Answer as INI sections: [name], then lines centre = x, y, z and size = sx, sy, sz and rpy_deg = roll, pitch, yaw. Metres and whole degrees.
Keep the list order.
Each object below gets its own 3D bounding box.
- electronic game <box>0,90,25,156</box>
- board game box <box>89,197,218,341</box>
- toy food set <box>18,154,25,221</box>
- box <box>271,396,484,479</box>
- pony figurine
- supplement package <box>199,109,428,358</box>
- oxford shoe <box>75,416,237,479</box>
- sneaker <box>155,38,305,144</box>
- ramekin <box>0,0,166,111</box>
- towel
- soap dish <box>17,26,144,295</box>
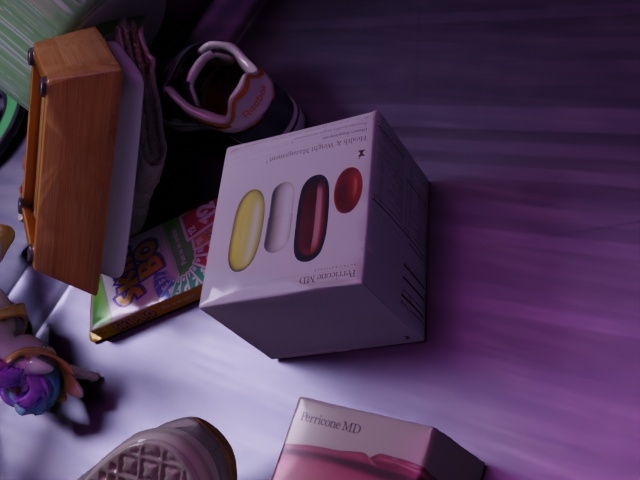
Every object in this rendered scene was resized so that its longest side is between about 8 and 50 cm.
[electronic game]
centre = -0.608, -0.203, 1.489
size = 0.229, 0.048, 0.229
rpy_deg = -15, 56, 24
[board game box]
centre = -0.207, 0.037, 1.102
size = 0.259, 0.039, 0.124
rpy_deg = -25, 51, 22
[toy food set]
centre = -0.402, -0.100, 1.280
size = 0.218, 0.071, 0.128
rpy_deg = -5, 61, 30
[box]
centre = 0.031, 0.275, 0.744
size = 0.149, 0.127, 0.232
rpy_deg = 5, 66, 35
[pony figurine]
centre = -0.492, 0.087, 1.066
size = 0.363, 0.351, 0.303
rpy_deg = 41, 111, 43
[supplement package]
centre = 0.000, 0.000, 0.912
size = 0.194, 0.149, 0.203
rpy_deg = -11, 57, 27
[oxford shoe]
centre = -0.248, 0.329, 0.901
size = 0.449, 0.130, 0.169
rpy_deg = -39, 81, 23
[sneaker]
centre = -0.164, -0.217, 1.164
size = 0.321, 0.127, 0.126
rpy_deg = 22, 78, 41
[ramekin]
centre = -0.369, -0.321, 1.245
size = 0.148, 0.303, 0.303
rpy_deg = 42, 89, 3
[towel]
centre = -0.262, -0.155, 1.169
size = 0.187, 0.049, 0.282
rpy_deg = 121, 142, -50
[soap dish]
centre = -0.312, -0.108, 1.075
size = 0.229, 0.118, 0.291
rpy_deg = -131, 48, -56
